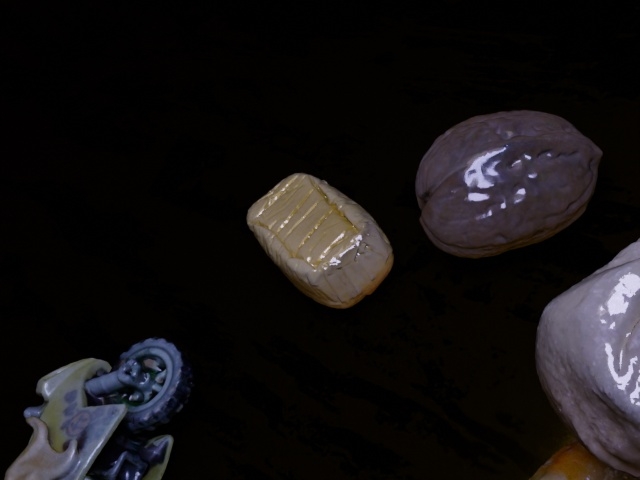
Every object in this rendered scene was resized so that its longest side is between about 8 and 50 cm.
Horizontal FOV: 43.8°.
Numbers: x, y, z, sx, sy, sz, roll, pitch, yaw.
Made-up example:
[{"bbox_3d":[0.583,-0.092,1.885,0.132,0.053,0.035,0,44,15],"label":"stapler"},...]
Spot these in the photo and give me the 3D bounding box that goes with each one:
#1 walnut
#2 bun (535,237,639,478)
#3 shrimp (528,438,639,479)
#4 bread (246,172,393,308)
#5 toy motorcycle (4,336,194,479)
[{"bbox_3d":[0.227,-0.074,0.967,0.230,0.178,0.178,-16,45,8],"label":"walnut"},{"bbox_3d":[0.318,0.102,0.640,0.281,0.281,0.205,-33,50,7],"label":"bun"},{"bbox_3d":[0.234,0.268,0.727,0.248,0.068,0.150,-32,44,-1],"label":"shrimp"},{"bbox_3d":[0.000,0.000,1.104,0.140,0.106,0.236,-44,41,-4],"label":"bread"},{"bbox_3d":[-0.320,0.306,1.019,0.237,0.169,0.410,-1,53,37],"label":"toy motorcycle"}]
